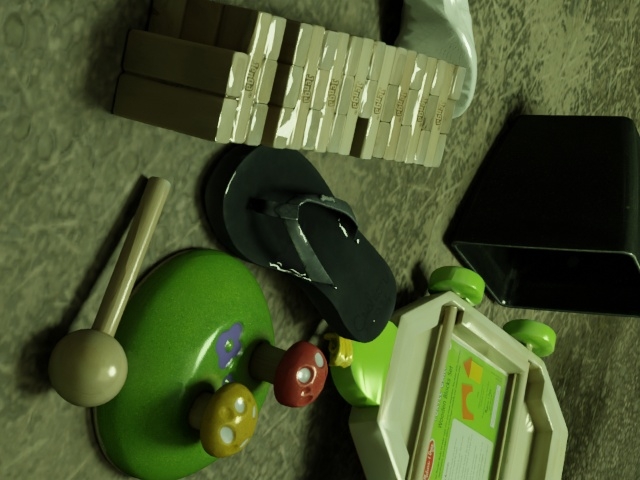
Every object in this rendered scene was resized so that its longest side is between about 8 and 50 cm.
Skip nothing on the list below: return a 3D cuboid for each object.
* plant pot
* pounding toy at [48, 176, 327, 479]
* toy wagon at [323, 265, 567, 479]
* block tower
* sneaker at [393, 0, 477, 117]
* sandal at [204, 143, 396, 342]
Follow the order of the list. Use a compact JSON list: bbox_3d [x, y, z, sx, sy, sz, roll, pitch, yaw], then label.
[{"bbox_3d":[0.265,-0.032,1.427,0.188,0.187,0.167,43,55,-57],"label":"plant pot"},{"bbox_3d":[-0.076,0.093,0.986,0.183,0.110,0.237,-61,148,-20],"label":"pounding toy"},{"bbox_3d":[0.116,0.159,1.295,0.344,0.068,0.267,35,56,-32],"label":"toy wagon"},{"bbox_3d":[-0.005,-0.114,1.016,0.335,0.097,0.091,-1,106,-59],"label":"block tower"},{"bbox_3d":[0.105,-0.207,1.174,0.094,0.080,0.212,-59,147,-44],"label":"sneaker"},{"bbox_3d":[0.001,0.000,1.092,0.254,0.054,0.097,41,68,-46],"label":"sandal"}]
